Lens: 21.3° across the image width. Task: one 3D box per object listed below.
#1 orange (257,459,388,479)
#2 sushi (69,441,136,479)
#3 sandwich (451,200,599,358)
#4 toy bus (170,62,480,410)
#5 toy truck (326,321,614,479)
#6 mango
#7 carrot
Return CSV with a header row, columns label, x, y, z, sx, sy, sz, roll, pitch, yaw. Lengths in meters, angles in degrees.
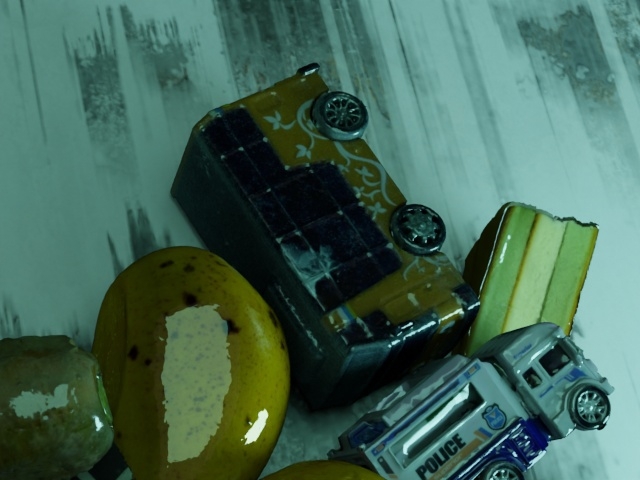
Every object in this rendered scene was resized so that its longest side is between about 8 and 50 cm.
label,x,y,z,sx,sy,sz,roll,pitch,yaw
orange,-0.001,0.309,1.568,0.193,0.219,0.219,24,55,-25
sushi,-0.234,0.300,1.540,0.192,0.043,0.279,-32,76,4
sandwich,0.215,0.081,1.814,0.117,0.144,0.187,14,58,-9
toy bus,0.000,0.000,1.775,0.194,0.162,0.323,-24,71,-28
toy truck,0.154,0.185,1.710,0.268,0.124,0.155,-38,94,-23
mango,-0.125,0.149,1.653,0.191,0.160,0.290,15,63,-19
carrot,-0.333,0.178,1.514,0.301,0.139,0.139,-20,67,5
